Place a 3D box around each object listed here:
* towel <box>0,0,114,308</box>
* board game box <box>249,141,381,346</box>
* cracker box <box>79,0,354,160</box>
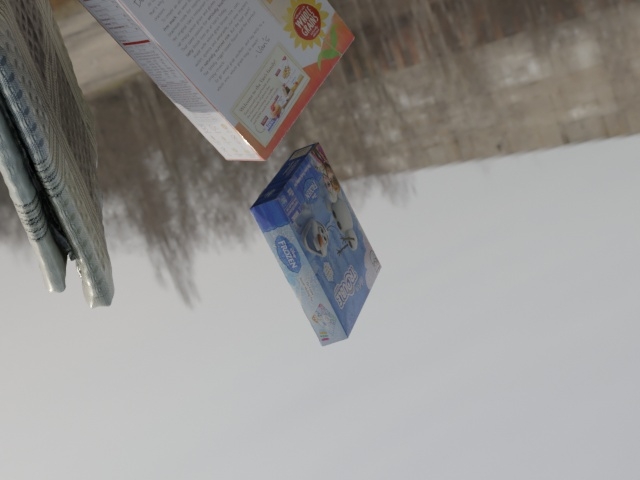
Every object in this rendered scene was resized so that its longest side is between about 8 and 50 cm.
[{"bbox_3d":[-0.269,-0.134,1.042,0.056,0.324,0.312,-16,-135,-2],"label":"towel"},{"bbox_3d":[0.000,0.000,0.642,0.020,0.090,0.090,-19,-161,23],"label":"board game box"},{"bbox_3d":[-0.092,-0.201,0.960,0.067,0.232,0.155,7,-125,50],"label":"cracker box"}]
